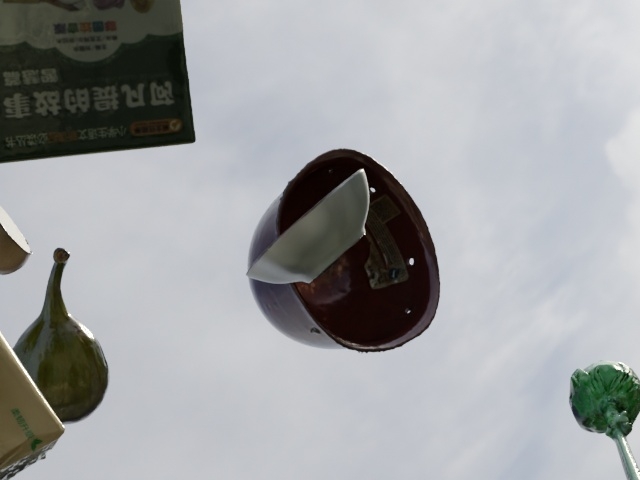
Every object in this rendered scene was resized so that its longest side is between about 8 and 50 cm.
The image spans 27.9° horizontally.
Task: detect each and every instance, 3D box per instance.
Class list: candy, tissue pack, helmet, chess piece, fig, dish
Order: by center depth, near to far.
[{"bbox_3d":[-0.375,0.144,1.218,0.186,0.222,0.090,-26,-11,-41],"label":"tissue pack"},{"bbox_3d":[-0.315,-0.006,1.244,0.038,0.084,0.084,-39,-35,-2],"label":"chess piece"},{"bbox_3d":[0.346,0.221,1.492,0.323,0.097,0.097,-73,8,-75],"label":"candy"},{"bbox_3d":[-0.309,0.106,1.496,0.124,0.124,0.236,-22,-54,-39],"label":"fig"},{"bbox_3d":[0.000,0.000,1.553,0.190,0.066,0.191,-42,-1,-1],"label":"dish"},{"bbox_3d":[0.000,0.050,2.154,0.230,0.338,0.385,-25,9,43],"label":"helmet"}]

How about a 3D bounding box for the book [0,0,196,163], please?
[{"bbox_3d":[-0.223,-0.210,1.180,0.202,0.027,0.264,-8,-84,-28],"label":"book"}]
